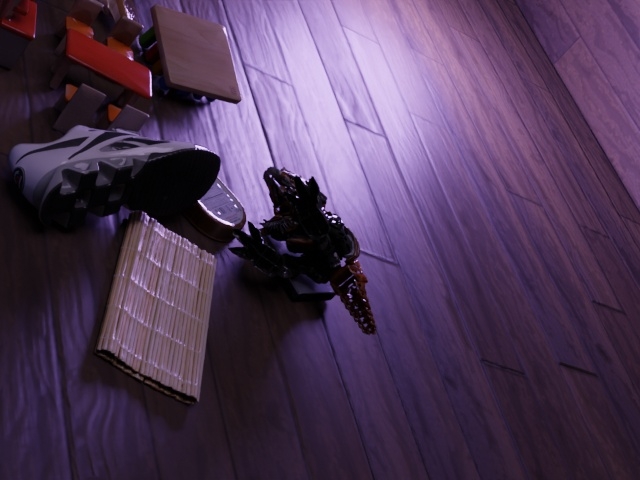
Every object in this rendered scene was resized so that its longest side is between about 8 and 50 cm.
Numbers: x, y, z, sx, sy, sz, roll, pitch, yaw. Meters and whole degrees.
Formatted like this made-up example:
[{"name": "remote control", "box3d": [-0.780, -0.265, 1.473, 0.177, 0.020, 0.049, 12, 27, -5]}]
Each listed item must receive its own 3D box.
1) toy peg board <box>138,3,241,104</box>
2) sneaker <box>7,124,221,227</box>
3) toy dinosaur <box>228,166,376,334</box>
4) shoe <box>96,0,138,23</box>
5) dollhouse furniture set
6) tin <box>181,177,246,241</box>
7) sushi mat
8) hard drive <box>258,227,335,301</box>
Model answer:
[{"name": "toy peg board", "box3d": [-0.236, -0.309, 2.149, 0.161, 0.079, 0.161, 9, 58, -44]}, {"name": "sneaker", "box3d": [-0.289, -0.113, 1.739, 0.330, 0.122, 0.146, -7, 42, -47]}, {"name": "toy dinosaur", "box3d": [0.000, 0.000, 1.891, 0.322, 0.164, 0.218, 34, 5, 31]}, {"name": "shoe", "box3d": [-0.374, -0.435, 2.160, 0.219, 0.058, 0.076, 67, 6, 31]}, {"name": "dollhouse furniture set", "box3d": [-0.371, -0.294, 1.876, 0.259, 0.135, 0.262, 25, 33, -29]}, {"name": "tin", "box3d": [-0.192, -0.078, 1.912, 0.190, 0.040, 0.106, 47, 25, 8]}, {"name": "sushi mat", "box3d": [-0.217, 0.085, 1.676, 0.151, 0.019, 0.317, 32, 30, -20]}, {"name": "hard drive", "box3d": [-0.040, 0.038, 1.953, 0.094, 0.022, 0.135, 2, 48, -50]}]
